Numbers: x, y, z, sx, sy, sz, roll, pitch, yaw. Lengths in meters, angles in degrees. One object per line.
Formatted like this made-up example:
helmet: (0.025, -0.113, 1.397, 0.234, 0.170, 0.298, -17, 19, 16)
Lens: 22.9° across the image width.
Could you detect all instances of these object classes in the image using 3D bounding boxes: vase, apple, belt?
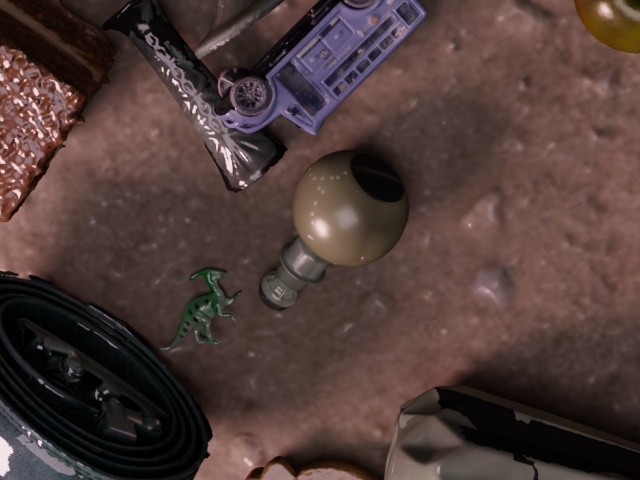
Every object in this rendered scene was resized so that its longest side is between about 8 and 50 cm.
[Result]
vase: (0.230, 0.219, 1.263, 0.360, 0.165, 0.165, 10, 112, 1)
apple: (0.229, -0.181, 1.148, 0.090, 0.074, 0.089, 0, 91, -1)
vase: (-0.098, -0.119, 1.229, 0.059, 0.059, 0.167, -33, 103, 19)
belt: (-0.220, 0.132, 1.265, 0.267, 0.206, 0.116, 39, 112, 6)

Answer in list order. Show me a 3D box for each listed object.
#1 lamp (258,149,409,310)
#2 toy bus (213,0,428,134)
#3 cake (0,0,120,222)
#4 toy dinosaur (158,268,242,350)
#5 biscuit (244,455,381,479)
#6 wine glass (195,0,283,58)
lamp: (0.000, 0.000, 1.254, 0.091, 0.091, 0.163, 38, 128, -6)
toy bus: (-0.002, -0.135, 1.177, 0.167, 0.073, 0.076, -45, 107, 1)
cake: (-0.238, -0.115, 1.204, 0.134, 0.147, 0.135, 37, 112, -4)
toy dinosaur: (-0.104, 0.058, 1.318, 0.083, 0.021, 0.062, -14, 101, 9)
biscuit: (-0.010, 0.259, 1.360, 0.170, 0.050, 0.170, 0, 97, 1)
wine glass: (-0.073, -0.336, 1.160, 0.264, 0.096, 0.309, -37, 101, -6)
